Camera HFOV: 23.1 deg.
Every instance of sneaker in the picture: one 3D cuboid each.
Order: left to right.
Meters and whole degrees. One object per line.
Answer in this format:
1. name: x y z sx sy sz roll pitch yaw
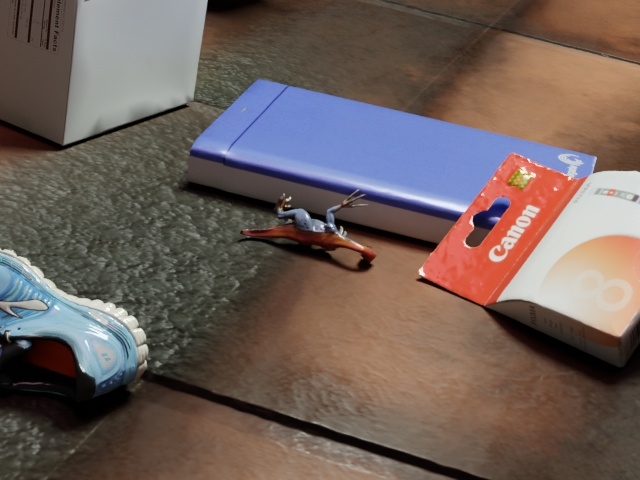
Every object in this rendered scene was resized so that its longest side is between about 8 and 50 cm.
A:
1. sneaker: -0.189 0.053 0.961 0.162 0.063 0.073 18 28 18

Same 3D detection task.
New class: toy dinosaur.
1. toy dinosaur: 0.000 0.000 1.208 0.090 0.047 0.082 -38 54 -16

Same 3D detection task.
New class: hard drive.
1. hard drive: 0.069 -0.062 1.342 0.318 0.040 0.210 14 24 9

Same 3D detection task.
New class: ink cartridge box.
1. ink cartridge box: 0.182 -0.002 1.167 0.179 0.045 0.145 26 61 26

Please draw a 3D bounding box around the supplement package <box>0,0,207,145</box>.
1. supplement package: -0.239 -0.202 1.398 0.203 0.149 0.194 23 27 26
